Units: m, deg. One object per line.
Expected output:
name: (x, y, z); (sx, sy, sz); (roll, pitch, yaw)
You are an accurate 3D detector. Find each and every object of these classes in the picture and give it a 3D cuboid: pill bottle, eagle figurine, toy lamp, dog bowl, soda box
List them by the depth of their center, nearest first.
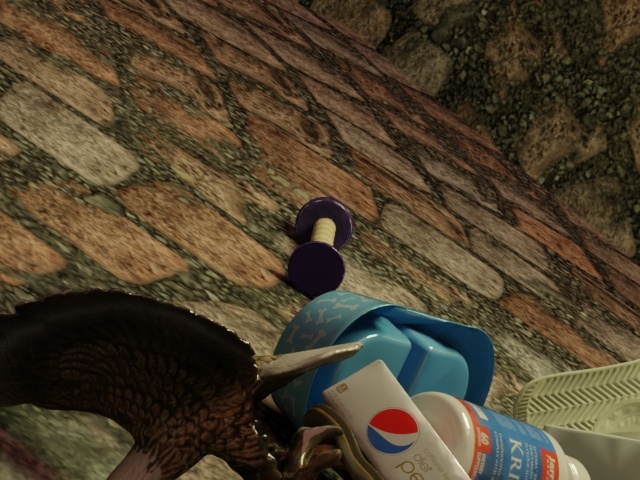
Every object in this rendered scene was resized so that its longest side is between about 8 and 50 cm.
eagle figurine: (-0.135, 0.120, 1.513); (0.298, 0.226, 0.225); (38, 33, -6)
soda box: (0.087, 0.217, 1.828); (0.216, 0.069, 0.074); (52, -15, 31)
pill bottle: (0.170, 0.234, 1.974); (0.221, 0.124, 0.124); (21, 18, -41)
dog bowl: (0.060, 0.137, 1.999); (0.074, 0.166, 0.297); (29, 8, 38)
toy lamp: (0.000, 0.000, 2.510); (0.080, 0.080, 0.275); (33, 14, -4)

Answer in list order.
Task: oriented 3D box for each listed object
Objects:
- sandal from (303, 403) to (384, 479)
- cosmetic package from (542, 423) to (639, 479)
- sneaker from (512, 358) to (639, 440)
sandal: (0.019, 0.221, 1.789); (0.219, 0.060, 0.090); (-126, -167, -56)
cosmetic package: (0.458, 0.297, 2.135); (0.377, 0.097, 0.284); (5, -12, 44)
sneaker: (0.412, 0.209, 2.349); (0.350, 0.131, 0.148); (-4, -22, 31)
